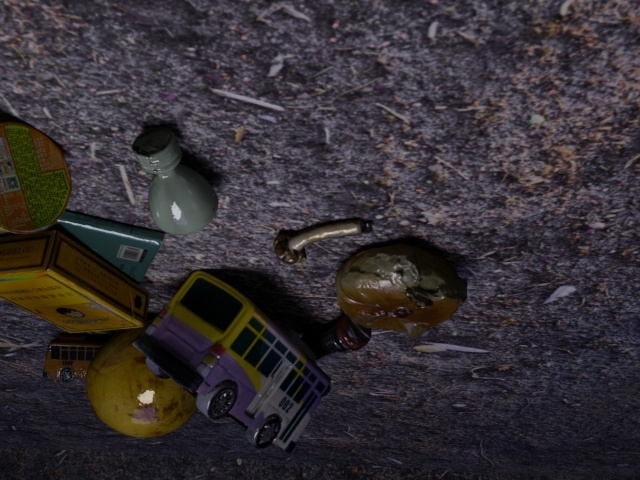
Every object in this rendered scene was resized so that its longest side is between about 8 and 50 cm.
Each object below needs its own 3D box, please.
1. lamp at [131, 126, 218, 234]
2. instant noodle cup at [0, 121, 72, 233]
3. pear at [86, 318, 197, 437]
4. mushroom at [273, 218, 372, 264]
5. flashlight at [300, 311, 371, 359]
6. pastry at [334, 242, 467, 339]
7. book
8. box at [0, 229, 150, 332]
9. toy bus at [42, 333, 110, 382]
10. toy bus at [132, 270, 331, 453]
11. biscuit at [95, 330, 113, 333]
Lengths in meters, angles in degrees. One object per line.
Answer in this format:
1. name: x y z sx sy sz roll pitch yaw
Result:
1. lamp: -0.219 -0.085 1.029 0.106 0.106 0.193 -2 142 8
2. instant noodle cup: -0.496 -0.079 1.014 0.185 0.168 0.168 -7 151 34
3. pear: -0.406 0.324 1.603 0.280 0.281 0.281 2 152 1
4. mushroom: 0.000 0.000 1.206 0.187 0.061 0.060 -16 142 23
5. flashlight: 0.027 0.234 1.601 0.093 0.093 0.232 17 151 -24
6. pastry: 0.146 0.103 1.312 0.257 0.121 0.235 25 145 -34
7. book: -0.510 0.009 1.288 0.379 0.031 0.264 15 149 -21
8. box: -0.493 0.089 1.314 0.192 0.084 0.301 -6 153 20
9. toy bus: -0.597 0.301 1.747 0.201 0.114 0.098 2 -179 1
10. toy bus: -0.163 0.272 1.480 0.209 0.249 0.440 25 162 37
11. biscuit: -0.541 0.203 1.658 0.084 0.023 0.084 2 151 1
